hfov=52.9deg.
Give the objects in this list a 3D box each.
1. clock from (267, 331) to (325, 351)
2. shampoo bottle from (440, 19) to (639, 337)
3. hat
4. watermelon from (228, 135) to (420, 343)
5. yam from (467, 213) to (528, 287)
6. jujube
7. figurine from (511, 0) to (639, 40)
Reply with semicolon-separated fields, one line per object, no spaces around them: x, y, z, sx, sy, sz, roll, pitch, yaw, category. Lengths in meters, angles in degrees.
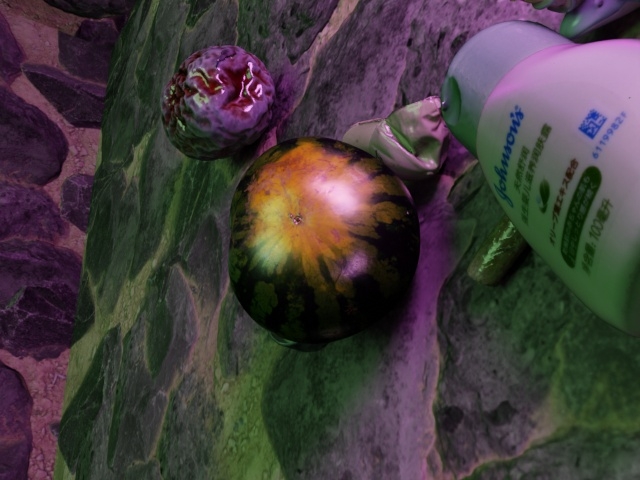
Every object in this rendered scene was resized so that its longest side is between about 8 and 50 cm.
-0.026;0.067;1.049;0.226;0.049;0.226;-33;49;48;clock
0.232;-0.088;0.582;0.349;0.151;0.222;-116;18;-49;shampoo bottle
0.100;-0.126;0.856;0.166;0.122;0.081;-1;66;36;hat
0.001;-0.002;0.836;0.269;0.269;0.269;-31;52;49;watermelon
0.202;0.007;0.710;0.094;0.043;0.043;-60;34;26;yam
-0.218;-0.287;1.356;0.317;0.226;0.226;-16;63;64;jujube
0.265;-0.297;0.615;0.128;0.184;0.208;-88;0;-60;figurine
